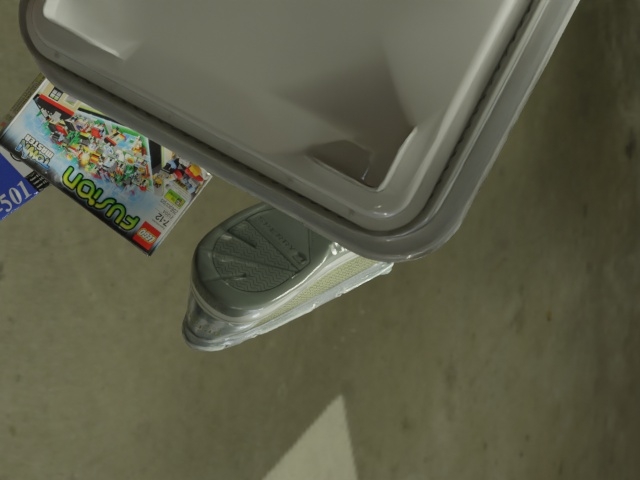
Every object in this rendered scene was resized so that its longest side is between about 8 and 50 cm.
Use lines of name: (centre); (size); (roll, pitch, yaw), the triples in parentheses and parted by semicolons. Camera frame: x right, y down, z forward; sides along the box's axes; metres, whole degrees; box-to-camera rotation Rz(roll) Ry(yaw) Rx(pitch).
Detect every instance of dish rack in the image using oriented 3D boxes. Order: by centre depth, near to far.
dish rack: (-0.020, -0.169, 0.640); (0.286, 0.332, 0.072); (-63, 169, 10)

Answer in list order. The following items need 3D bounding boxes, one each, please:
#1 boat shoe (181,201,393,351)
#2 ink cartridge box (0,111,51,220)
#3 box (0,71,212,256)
boat shoe: (0.001, 0.002, 0.982); (0.320, 0.118, 0.103); (-33, 160, -39)
ink cartridge box: (-0.371, -0.108, 1.299); (0.097, 0.207, 0.046); (51, 14, -26)
box: (-0.224, -0.087, 1.083); (0.207, 0.036, 0.114); (40, 83, -31)
